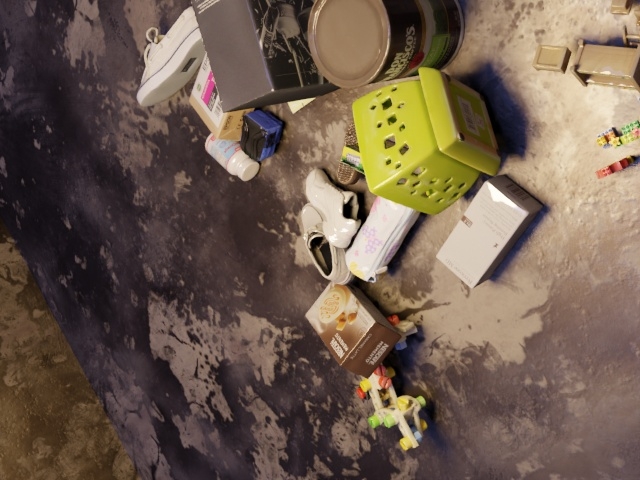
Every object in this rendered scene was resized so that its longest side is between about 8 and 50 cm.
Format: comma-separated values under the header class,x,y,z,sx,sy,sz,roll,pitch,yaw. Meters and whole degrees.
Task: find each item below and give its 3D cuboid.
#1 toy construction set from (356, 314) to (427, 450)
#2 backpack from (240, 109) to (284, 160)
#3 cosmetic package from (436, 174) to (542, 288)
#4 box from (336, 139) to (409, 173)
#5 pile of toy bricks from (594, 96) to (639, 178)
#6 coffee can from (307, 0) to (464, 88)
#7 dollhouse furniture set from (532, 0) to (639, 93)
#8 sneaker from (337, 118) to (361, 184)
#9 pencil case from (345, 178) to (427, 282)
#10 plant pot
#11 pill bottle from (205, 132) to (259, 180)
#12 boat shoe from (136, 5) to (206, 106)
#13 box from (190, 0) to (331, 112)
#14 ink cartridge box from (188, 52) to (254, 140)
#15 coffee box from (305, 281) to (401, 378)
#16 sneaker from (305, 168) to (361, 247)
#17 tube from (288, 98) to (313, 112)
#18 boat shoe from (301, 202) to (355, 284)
class,x,y,z,sx,sy,sz,roll,pitch,yaw
toy construction set,0.171,0.352,1.736,0.215,0.151,0.328,-175,77,-66
backpack,-0.157,-0.278,1.837,0.098,0.101,0.120,42,133,25
cosmetic package,0.362,-0.017,1.472,0.117,0.085,0.231,43,129,23
box,0.127,-0.190,1.554,0.105,0.179,0.043,30,124,31
pile of toy bricks,0.568,-0.191,1.202,0.212,0.105,0.118,-30,85,44
coffee can,0.138,-0.428,1.388,0.201,0.275,0.202,17,117,37
dollhouse furniture set,0.509,-0.366,1.227,0.181,0.101,0.161,20,93,37
sneaker,0.093,-0.226,1.658,0.066,0.071,0.189,27,100,23
pencil case,0.156,-0.027,1.626,0.113,0.124,0.273,21,125,-7
plant pot,0.226,-0.209,1.394,0.207,0.227,0.228,-28,60,38
pill bottle,-0.251,-0.244,1.945,0.160,0.087,0.087,42,129,23
boat shoe,-0.449,-0.549,1.981,0.367,0.135,0.157,-36,80,41
box,-0.088,-0.479,1.531,0.178,0.343,0.313,-9,100,43
ink cartridge box,-0.251,-0.420,1.842,0.193,0.088,0.235,51,129,32
coffee box,0.077,0.213,1.700,0.141,0.098,0.246,-53,32,8
sneaker,0.045,-0.101,1.719,0.115,0.090,0.232,-44,59,34
tube,-0.097,-0.454,1.753,0.240,0.062,0.070,63,176,-1
boat shoe,0.000,0.000,1.754,0.096,0.088,0.268,-40,54,28
